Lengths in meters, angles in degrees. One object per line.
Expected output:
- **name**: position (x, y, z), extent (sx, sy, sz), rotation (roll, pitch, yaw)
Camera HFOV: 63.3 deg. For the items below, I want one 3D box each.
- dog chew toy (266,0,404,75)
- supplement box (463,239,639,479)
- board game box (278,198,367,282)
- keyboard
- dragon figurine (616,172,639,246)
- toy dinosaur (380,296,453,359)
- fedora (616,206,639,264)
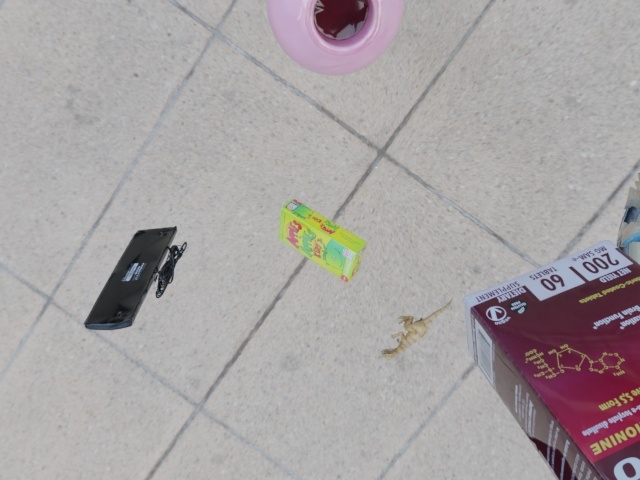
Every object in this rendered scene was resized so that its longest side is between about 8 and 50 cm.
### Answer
- **dog chew toy**: position (0.012, -0.400, 0.841), extent (0.206, 0.332, 0.207), rotation (-4, 125, -6)
- **supplement box**: position (0.207, 0.112, 0.328), extent (0.130, 0.239, 0.073), rotation (-21, 129, -5)
- **board game box**: position (0.000, 0.000, 1.051), extent (0.181, 0.043, 0.092), rotation (31, 140, 18)
- **keyboard**: position (-0.252, 0.056, 0.744), extent (0.100, 0.192, 0.038), rotation (-4, 133, 14)
- **dragon figurine**: position (0.424, -0.019, 0.581), extent (0.143, 0.289, 0.085), rotation (12, 91, 26)
- **toy dinosaur**: position (0.231, 0.201, 1.194), extent (0.064, 0.112, 0.211), rotation (43, 98, -13)
- **fedora**: position (0.754, -0.005, 1.018), extent (0.333, 0.152, 0.335), rotation (-3, 101, -17)
